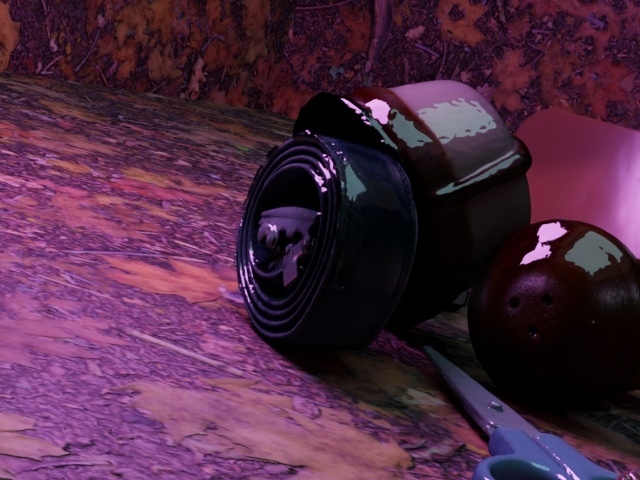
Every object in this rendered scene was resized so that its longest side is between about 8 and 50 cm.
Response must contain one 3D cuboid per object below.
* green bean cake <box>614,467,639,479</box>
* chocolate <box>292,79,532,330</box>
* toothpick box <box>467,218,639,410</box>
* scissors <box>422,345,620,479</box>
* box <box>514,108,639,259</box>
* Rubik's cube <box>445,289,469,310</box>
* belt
[{"bbox_3d":[0.272,0.208,0.886,0.135,0.056,0.136,2,31,-40],"label":"green bean cake"},{"bbox_3d":[0.119,-0.057,1.434,0.186,0.284,0.283,-23,27,-25],"label":"chocolate"},{"bbox_3d":[0.279,0.083,1.362,0.192,0.192,0.294,21,4,30],"label":"toothpick box"},{"bbox_3d":[0.165,0.166,1.127,0.192,0.029,0.447,13,10,-17],"label":"scissors"},{"bbox_3d":[0.444,-0.021,1.931,0.339,0.239,0.229,23,-6,44],"label":"box"},{"bbox_3d":[0.092,-0.026,1.671,0.184,0.187,0.182,10,10,-42],"label":"Rubik's cube"},{"bbox_3d":[0.000,0.000,1.295,0.116,0.207,0.267,14,7,-25],"label":"belt"}]
